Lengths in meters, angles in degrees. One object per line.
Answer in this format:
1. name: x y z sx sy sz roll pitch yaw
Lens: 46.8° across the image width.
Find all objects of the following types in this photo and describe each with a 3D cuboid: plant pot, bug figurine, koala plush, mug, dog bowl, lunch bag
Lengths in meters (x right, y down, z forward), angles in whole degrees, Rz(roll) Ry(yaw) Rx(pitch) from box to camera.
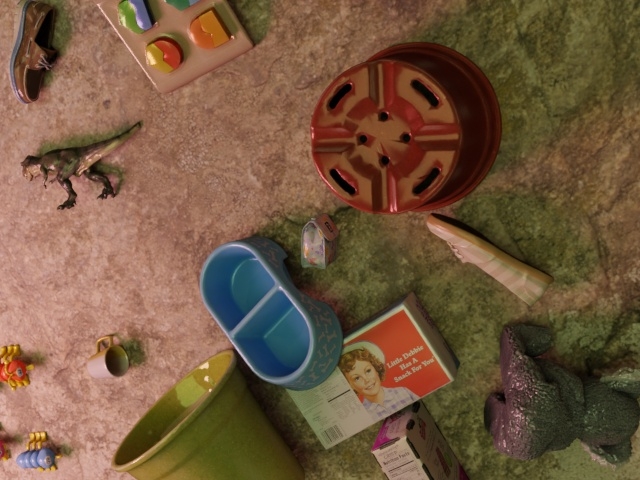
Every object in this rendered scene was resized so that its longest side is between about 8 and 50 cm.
1. plant pot: 0.116 -0.154 1.069 0.272 0.265 0.272 4 103 16
2. plant pot: -0.172 0.376 1.284 0.276 0.276 0.254 -37 100 20
3. bug figurine: -0.646 0.362 1.503 0.216 0.072 0.279 -13 98 19
4. koala plush: 0.384 0.257 1.128 0.221 0.203 0.196 10 105 2
5. mug: -0.411 0.232 1.422 0.064 0.078 0.062 -19 128 28
6. dog bowl: -0.093 0.118 1.238 0.166 0.074 0.297 -47 65 15
7. lunch bag: 0.000 0.000 1.238 0.053 0.071 0.083 2 101 17

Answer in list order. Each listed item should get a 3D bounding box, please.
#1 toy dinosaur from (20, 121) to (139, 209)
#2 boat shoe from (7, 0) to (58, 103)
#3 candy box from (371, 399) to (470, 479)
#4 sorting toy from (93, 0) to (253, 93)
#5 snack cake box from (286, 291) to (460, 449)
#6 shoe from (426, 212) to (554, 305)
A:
1. toy dinosaur: -0.440 -0.124 1.350 0.268 0.064 0.118 -14 90 15
2. boat shoe: -0.511 -0.335 1.323 0.066 0.066 0.183 10 104 13
3. candy box: 0.183 0.398 1.219 0.071 0.159 0.233 -30 91 19
4. sorting toy: -0.240 -0.354 1.202 0.193 0.038 0.208 -23 125 19
5. snack cake box: 0.082 0.220 1.250 0.264 0.089 0.152 -33 89 20
6. shoe: 0.258 0.028 1.165 0.219 0.076 0.058 31 103 6
